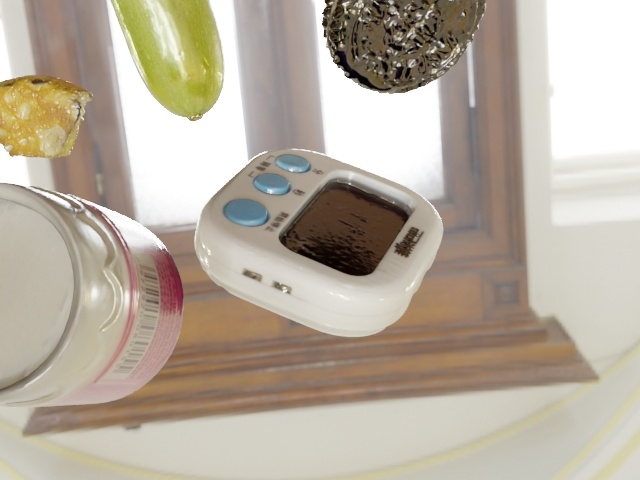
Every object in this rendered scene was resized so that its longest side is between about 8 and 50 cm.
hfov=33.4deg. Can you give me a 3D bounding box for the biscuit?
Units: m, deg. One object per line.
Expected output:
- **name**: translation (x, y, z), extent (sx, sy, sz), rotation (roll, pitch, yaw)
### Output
- **biscuit**: translation (0.090, -0.244, 1.147), extent (0.195, 0.194, 0.053), rotation (-12, -135, -22)

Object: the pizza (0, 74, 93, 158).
- **pizza**: translation (-0.345, -0.150, 1.288), extent (0.160, 0.099, 0.036), rotation (1, -164, 20)

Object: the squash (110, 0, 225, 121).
- **squash**: translation (-0.173, -0.236, 1.290), extent (0.123, 0.186, 0.123), rotation (-19, -169, 4)

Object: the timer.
- **timer**: translation (0.000, -0.001, 1.157), extent (0.237, 0.087, 0.262), rotation (24, -147, 10)

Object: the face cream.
- **face cream**: translation (-0.223, 0.048, 0.866), extent (0.175, 0.175, 0.195), rotation (-2, 171, 13)
